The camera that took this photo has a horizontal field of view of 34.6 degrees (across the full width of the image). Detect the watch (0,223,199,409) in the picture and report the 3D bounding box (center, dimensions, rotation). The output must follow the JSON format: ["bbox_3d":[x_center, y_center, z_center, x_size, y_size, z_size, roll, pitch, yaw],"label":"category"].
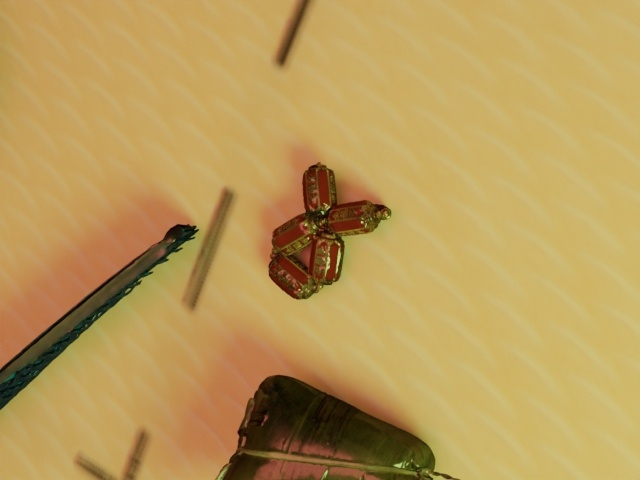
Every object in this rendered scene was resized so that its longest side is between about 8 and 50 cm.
[{"bbox_3d":[-0.189,0.146,0.697,0.275,0.068,0.276,-13,81,24],"label":"watch"}]

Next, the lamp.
[{"bbox_3d":[0.000,0.000,0.642,0.063,0.031,0.083,37,105,24],"label":"lamp"}]

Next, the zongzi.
[{"bbox_3d":[0.009,0.164,0.601,0.154,0.062,0.130,23,79,17],"label":"zongzi"}]
